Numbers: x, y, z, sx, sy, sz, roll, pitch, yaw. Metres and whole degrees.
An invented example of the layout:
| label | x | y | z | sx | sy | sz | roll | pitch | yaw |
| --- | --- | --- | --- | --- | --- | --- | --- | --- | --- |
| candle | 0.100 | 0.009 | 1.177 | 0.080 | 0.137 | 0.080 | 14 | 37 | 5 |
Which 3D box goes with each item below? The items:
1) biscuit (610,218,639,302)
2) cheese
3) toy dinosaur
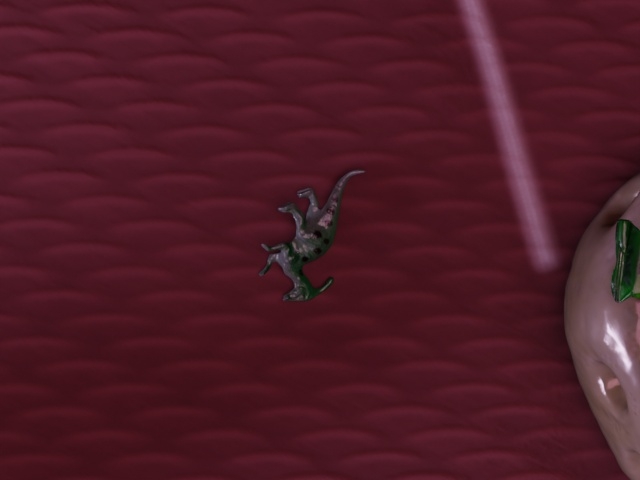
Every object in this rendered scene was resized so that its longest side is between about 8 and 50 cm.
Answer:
| label | x | y | z | sx | sy | sz | roll | pitch | yaw |
| --- | --- | --- | --- | --- | --- | --- | --- | --- | --- |
| biscuit | 0.205 | 0.018 | 1.102 | 0.089 | 0.016 | 0.046 | 10 | 84 | -11 |
| cheese | 0.254 | 0.055 | 1.179 | 0.218 | 0.117 | 0.235 | -3 | 94 | -11 |
| toy dinosaur | 0.000 | 0.000 | 1.179 | 0.083 | 0.021 | 0.062 | -25 | 106 | -3 |
